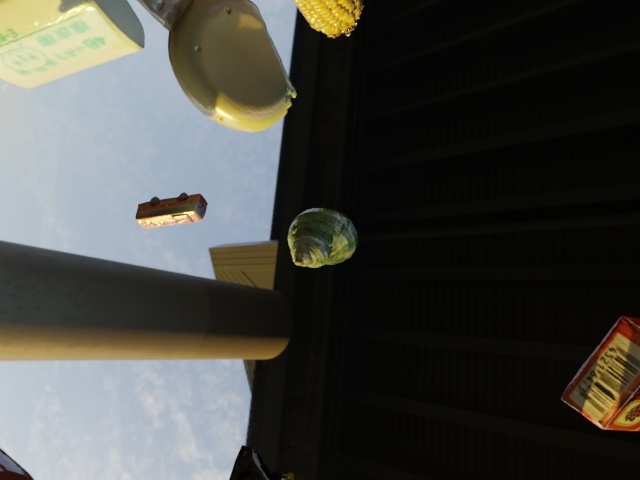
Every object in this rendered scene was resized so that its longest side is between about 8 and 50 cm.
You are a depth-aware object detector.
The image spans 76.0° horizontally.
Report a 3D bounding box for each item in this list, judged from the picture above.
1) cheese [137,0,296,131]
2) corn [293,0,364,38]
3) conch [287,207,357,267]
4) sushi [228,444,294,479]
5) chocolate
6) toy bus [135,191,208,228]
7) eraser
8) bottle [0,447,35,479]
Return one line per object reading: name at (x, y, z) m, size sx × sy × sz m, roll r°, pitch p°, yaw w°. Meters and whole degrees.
cheese at (-0.089, -0.168, 0.333) m, size 0.092 × 0.171 × 0.048 m, roll -42°, pitch -154°, yaw -17°
corn at (-0.021, -0.415, 0.611) m, size 0.115 × 0.318 × 0.115 m, roll -3°, pitch -96°, yaw 27°
conch at (0.000, 0.000, 1.197) m, size 0.220 × 0.277 × 0.195 m, roll -32°, pitch -82°, yaw 34°
sushi at (-0.107, 0.518, 0.767) m, size 0.151 × 0.153 × 0.172 m, roll 15°, pitch -129°, yaw 12°
chocolate at (0.679, 0.289, 0.861) m, size 0.108 × 0.235 × 0.237 m, roll -119°, pitch -134°, yaw -60°
toy bus at (-0.417, -0.082, 1.148) m, size 0.193 × 0.065 × 0.076 m, roll -7°, pitch -122°, yaw 10°
eraser at (-0.506, -0.398, 0.762) m, size 0.290 × 0.189 × 0.103 m, roll -13°, pitch -102°, yaw 12°
bottle at (-0.360, 0.238, 0.359) m, size 0.337 × 0.144 × 0.143 m, roll 23°, pitch -88°, yaw 20°
